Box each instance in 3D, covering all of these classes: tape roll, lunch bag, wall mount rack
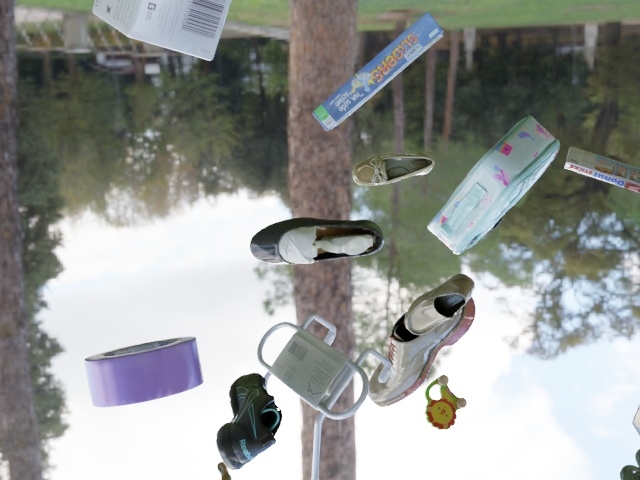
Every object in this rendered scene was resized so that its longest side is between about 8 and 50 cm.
[{"bbox_3d":[-0.296,0.219,1.424,0.189,0.080,0.189,-10,180,0],"label":"tape roll"},{"bbox_3d":[0.337,-0.098,1.670,0.108,0.279,0.224,41,-128,8],"label":"lunch bag"},{"bbox_3d":[-0.020,0.320,1.716,0.130,0.304,0.350,40,172,-38],"label":"wall mount rack"}]

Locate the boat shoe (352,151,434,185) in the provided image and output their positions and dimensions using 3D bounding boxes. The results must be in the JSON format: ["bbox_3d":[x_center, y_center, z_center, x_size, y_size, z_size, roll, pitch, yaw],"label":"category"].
[{"bbox_3d":[0.134,-0.133,1.559,0.153,0.056,0.048,-6,-177,4],"label":"boat shoe"}]

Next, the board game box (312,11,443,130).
[{"bbox_3d":[0.082,-0.234,1.175,0.201,0.035,0.136,-39,-177,14],"label":"board game box"}]

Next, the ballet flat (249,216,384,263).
[{"bbox_3d":[0.000,0.000,1.708,0.280,0.095,0.096,-7,-164,-16],"label":"ballet flat"}]

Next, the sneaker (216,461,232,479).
[{"bbox_3d":[-0.245,0.618,2.207,0.032,0.037,0.083,-20,-127,-1],"label":"sneaker"}]

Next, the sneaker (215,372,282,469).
[{"bbox_3d":[-0.116,0.327,1.582,0.106,0.101,0.267,-26,-161,13],"label":"sneaker"}]

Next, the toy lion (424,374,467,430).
[{"bbox_3d":[0.260,0.355,1.825,0.096,0.100,0.034,-35,170,-17],"label":"toy lion"}]

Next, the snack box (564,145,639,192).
[{"bbox_3d":[0.630,-0.156,1.862,0.178,0.022,0.064,20,-136,9],"label":"snack box"}]

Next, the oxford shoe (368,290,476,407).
[{"bbox_3d":[0.183,0.227,1.837,0.130,0.348,0.123,16,-149,-32],"label":"oxford shoe"}]

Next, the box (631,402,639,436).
[{"bbox_3d":[0.814,0.412,1.754,0.261,0.103,0.184,7,-156,-7],"label":"box"}]

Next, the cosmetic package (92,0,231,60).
[{"bbox_3d":[-0.252,-0.399,1.357,0.151,0.151,0.183,8,-161,-37],"label":"cosmetic package"}]

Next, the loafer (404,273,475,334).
[{"bbox_3d":[0.192,0.110,1.399,0.056,0.148,0.050,41,-150,-5],"label":"loafer"}]

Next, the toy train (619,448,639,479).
[{"bbox_3d":[0.492,0.441,1.263,0.190,0.142,0.334,46,-149,22],"label":"toy train"}]
